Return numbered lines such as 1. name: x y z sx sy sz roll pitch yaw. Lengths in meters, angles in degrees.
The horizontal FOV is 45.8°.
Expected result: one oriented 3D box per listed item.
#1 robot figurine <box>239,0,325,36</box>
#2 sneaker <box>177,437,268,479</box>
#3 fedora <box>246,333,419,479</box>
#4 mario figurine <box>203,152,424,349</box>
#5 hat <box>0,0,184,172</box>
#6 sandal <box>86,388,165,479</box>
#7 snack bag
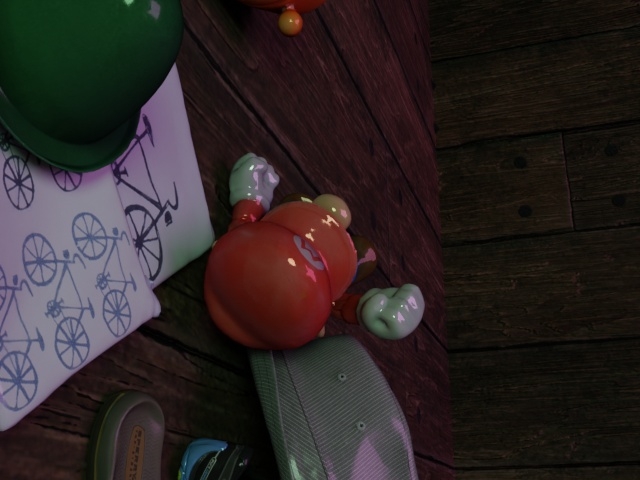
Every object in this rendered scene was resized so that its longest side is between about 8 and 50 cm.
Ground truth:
1. robot figurine: -0.049 -0.314 0.829 0.158 0.128 0.219 -68 169 16
2. sneaker: -0.065 0.253 0.650 0.067 0.078 0.188 -60 141 -62
3. fedora: 0.021 0.199 0.728 0.244 0.124 0.276 78 -7 -53
4. mario figurine: 0.000 0.000 0.730 0.320 0.197 0.170 -44 134 -81
5. hat: -0.085 -0.137 0.437 0.208 0.183 0.173 -34 115 -70
6. sandal: -0.121 0.211 0.516 0.090 0.060 0.220 52 36 -59
7. snack bag: -0.165 -0.091 0.532 0.342 0.037 0.323 -45 126 -69
